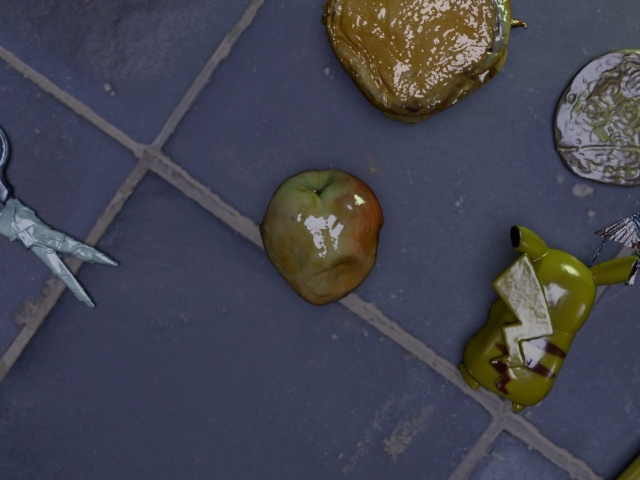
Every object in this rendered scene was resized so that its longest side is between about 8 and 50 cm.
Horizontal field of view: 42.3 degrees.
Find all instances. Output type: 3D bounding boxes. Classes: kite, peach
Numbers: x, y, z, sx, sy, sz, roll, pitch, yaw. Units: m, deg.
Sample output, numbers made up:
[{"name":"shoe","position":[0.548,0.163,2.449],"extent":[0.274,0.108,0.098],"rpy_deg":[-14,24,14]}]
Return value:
[{"name":"kite","position":[0.582,0.009,1.480],"extent":[0.183,0.010,0.160],"rpy_deg":[22,94,0]},{"name":"peach","position":[0.000,0.000,1.414],"extent":[0.214,0.214,0.235],"rpy_deg":[2,111,2]}]

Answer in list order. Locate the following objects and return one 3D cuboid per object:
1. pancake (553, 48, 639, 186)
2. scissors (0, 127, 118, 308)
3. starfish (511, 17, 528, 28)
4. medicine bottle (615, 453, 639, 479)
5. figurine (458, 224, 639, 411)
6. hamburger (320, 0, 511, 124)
[{"name":"pancake","position":[0.536,-0.215,1.456],"extent":[0.250,0.031,0.250],"rpy_deg":[0,95,2]},{"name":"scissors","position":[-0.545,-0.021,1.503],"extent":[0.383,0.029,0.256],"rpy_deg":[37,95,-2]},{"name":"starfish","position":[0.301,-0.374,1.449],"extent":[0.133,0.041,0.130],"rpy_deg":[-1,95,2]},{"name":"medicine bottle","position":[0.533,0.484,1.468],"extent":[0.108,0.108,0.426],"rpy_deg":[41,92,-1]},{"name":"figurine","position":[0.362,0.128,1.415],"extent":[0.218,0.169,0.326],"rpy_deg":[25,95,-5]},{"name":"hamburger","position":[0.166,-0.358,1.383],"extent":[0.319,0.158,0.318],"rpy_deg":[2,100,9]}]
